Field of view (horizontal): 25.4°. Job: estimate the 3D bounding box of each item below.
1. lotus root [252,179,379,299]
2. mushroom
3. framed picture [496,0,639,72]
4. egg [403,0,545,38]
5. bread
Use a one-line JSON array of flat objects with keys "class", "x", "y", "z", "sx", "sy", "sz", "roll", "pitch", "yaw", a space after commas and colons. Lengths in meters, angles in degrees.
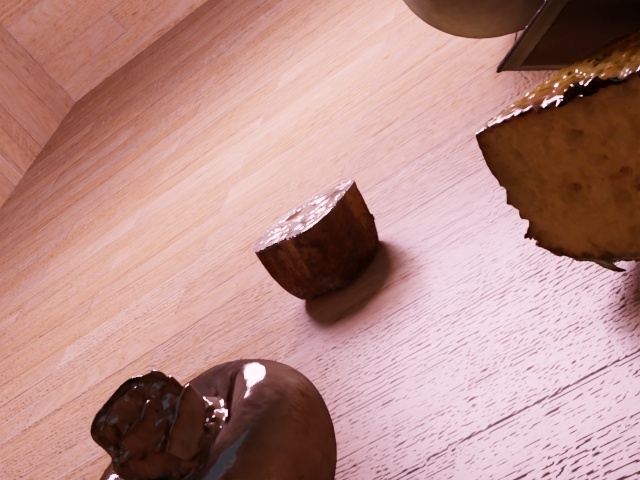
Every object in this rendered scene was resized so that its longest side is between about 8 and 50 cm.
[{"class": "lotus root", "x": 0.001, "y": -0.002, "z": 1.447, "sx": 0.122, "sy": 0.081, "sz": 0.112, "roll": -25, "pitch": 23, "yaw": 44}, {"class": "mushroom", "x": -0.096, "y": 0.181, "z": 1.080, "sx": 0.226, "sy": 0.178, "sz": 0.226, "roll": -45, "pitch": 20, "yaw": 21}, {"class": "framed picture", "x": 0.258, "y": -0.166, "z": 1.040, "sx": 0.217, "sy": 0.017, "sz": 0.274, "roll": 0, "pitch": -9, "yaw": -6}, {"class": "egg", "x": 0.204, "y": -0.374, "z": 1.597, "sx": 0.258, "sy": 0.258, "sz": 0.352, "roll": -19, "pitch": 27, "yaw": 49}, {"class": "bread", "x": 0.252, "y": -0.080, "z": 1.003, "sx": 0.147, "sy": 0.160, "sz": 0.261, "roll": -46, "pitch": 12, "yaw": -31}]
